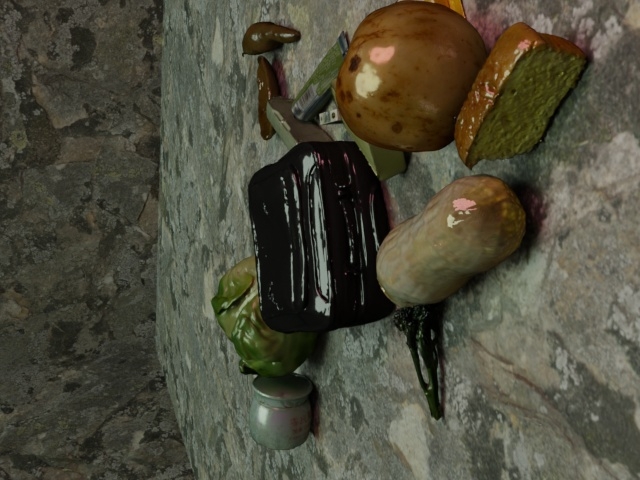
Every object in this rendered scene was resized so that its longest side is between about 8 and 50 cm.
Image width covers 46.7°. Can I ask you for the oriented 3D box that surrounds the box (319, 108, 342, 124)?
[{"bbox_3d":[0.038,-0.235,1.402,0.083,0.054,0.024,-174,76,-68],"label":"box"}]

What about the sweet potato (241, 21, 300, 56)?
[{"bbox_3d":[-0.125,-0.481,1.741,0.269,0.074,0.075,9,102,58],"label":"sweet potato"}]

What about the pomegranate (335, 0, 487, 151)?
[{"bbox_3d":[0.128,-0.210,0.996,0.215,0.215,0.215,176,90,-68],"label":"pomegranate"}]

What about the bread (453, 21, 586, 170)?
[{"bbox_3d":[0.229,-0.168,0.875,0.187,0.103,0.065,106,150,-44],"label":"bread"}]

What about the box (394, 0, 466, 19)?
[{"bbox_3d":[0.141,-0.318,1.157,0.247,0.033,0.129,136,126,-63],"label":"box"}]

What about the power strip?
[{"bbox_3d":[-0.056,-0.246,1.600,0.286,0.080,0.048,-123,34,-51],"label":"power strip"}]

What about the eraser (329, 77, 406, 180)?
[{"bbox_3d":[0.080,-0.195,1.250,0.172,0.058,0.117,63,180,44],"label":"eraser"}]

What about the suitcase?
[{"bbox_3d":[0.000,0.000,1.405,0.339,0.188,0.345,-18,76,62],"label":"suitcase"}]

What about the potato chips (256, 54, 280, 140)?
[{"bbox_3d":[-0.124,-0.348,1.793,0.150,0.049,0.202,125,135,-62],"label":"potato chips"}]

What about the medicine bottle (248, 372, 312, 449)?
[{"bbox_3d":[-0.091,0.390,1.720,0.147,0.147,0.143,-144,57,-62],"label":"medicine bottle"}]

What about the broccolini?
[{"bbox_3d":[0.164,0.185,1.176,0.058,0.073,0.201,-51,-48,-68],"label":"broccolini"}]

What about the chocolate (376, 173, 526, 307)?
[{"bbox_3d":[0.169,0.005,1.024,0.309,0.134,0.134,128,133,-59],"label":"chocolate"}]

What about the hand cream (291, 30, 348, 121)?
[{"bbox_3d":[0.005,-0.313,1.491,0.235,0.055,0.086,-44,56,53],"label":"hand cream"}]

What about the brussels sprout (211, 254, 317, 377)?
[{"bbox_3d":[-0.121,0.164,1.660,0.259,0.227,0.294,44,128,39],"label":"brussels sprout"}]
